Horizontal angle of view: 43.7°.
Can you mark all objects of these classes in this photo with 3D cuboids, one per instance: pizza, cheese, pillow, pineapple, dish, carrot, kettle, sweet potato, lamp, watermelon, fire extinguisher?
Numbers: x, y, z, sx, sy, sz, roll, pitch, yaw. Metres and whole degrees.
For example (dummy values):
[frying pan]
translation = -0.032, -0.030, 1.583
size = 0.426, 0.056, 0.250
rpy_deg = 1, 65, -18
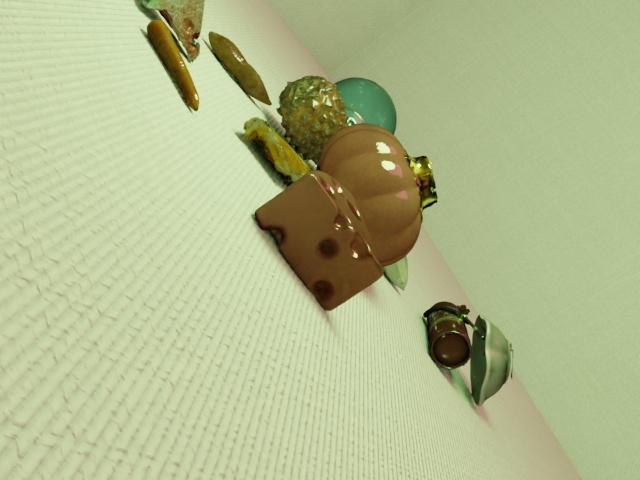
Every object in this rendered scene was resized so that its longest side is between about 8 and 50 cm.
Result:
[pizza]
translation = -0.077, -0.166, 1.588
size = 0.134, 0.056, 0.271
rpy_deg = 56, 7, 19
[cheese]
translation = -0.016, -0.023, 1.273
size = 0.177, 0.128, 0.203
rpy_deg = 43, 20, -40
[pillow]
translation = 0.162, 0.002, 2.046
size = 0.144, 0.078, 0.254
rpy_deg = 59, 7, -39
[pineapple]
translation = 0.014, -0.229, 1.951
size = 0.175, 0.175, 0.361
rpy_deg = -110, 176, -54
[dish]
translation = 0.424, 0.295, 1.964
size = 0.229, 0.081, 0.229
rpy_deg = 4, 90, -89
[carrot]
translation = -0.239, -0.291, 1.328
size = 0.190, 0.037, 0.037
rpy_deg = 60, 12, 17
[kettle]
translation = 0.044, -0.339, 2.266
size = 0.319, 0.247, 0.342
rpy_deg = 24, 20, 4
[sweet potato]
translation = -0.180, -0.387, 1.815
size = 0.218, 0.051, 0.065
rpy_deg = 50, 10, -24
[lamp]
translation = 0.121, -0.098, 1.664
size = 0.305, 0.239, 0.305
rpy_deg = -13, 90, -87
[watermelon]
translation = -0.258, -0.435, 1.502
size = 0.098, 0.121, 0.158
rpy_deg = 35, -12, 49
[fire extinguisher]
translation = 0.328, 0.216, 1.985
size = 0.341, 0.141, 0.105
rpy_deg = -61, 147, -77
